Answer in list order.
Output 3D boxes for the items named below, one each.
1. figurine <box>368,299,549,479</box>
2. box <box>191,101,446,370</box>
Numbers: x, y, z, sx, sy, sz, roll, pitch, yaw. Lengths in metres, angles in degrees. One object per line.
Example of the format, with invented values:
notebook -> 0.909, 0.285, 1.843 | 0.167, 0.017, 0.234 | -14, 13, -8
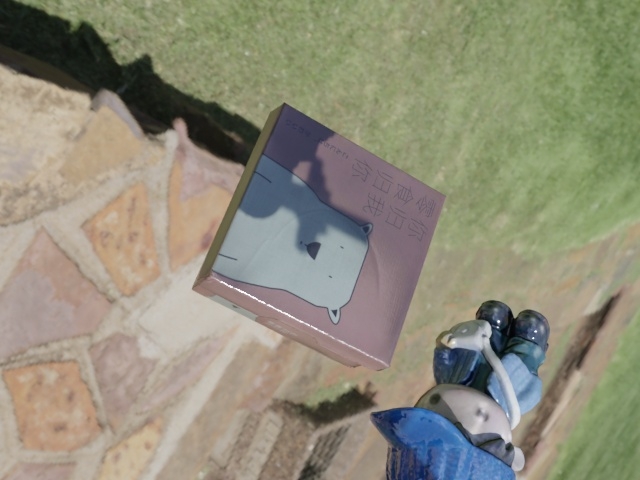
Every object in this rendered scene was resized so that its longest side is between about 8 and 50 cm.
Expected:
figurine -> 0.088, 0.102, 0.516 | 0.149, 0.086, 0.087 | -49, 146, -43
box -> 0.000, 0.000, 0.903 | 0.086, 0.215, 0.215 | -28, -143, 61
